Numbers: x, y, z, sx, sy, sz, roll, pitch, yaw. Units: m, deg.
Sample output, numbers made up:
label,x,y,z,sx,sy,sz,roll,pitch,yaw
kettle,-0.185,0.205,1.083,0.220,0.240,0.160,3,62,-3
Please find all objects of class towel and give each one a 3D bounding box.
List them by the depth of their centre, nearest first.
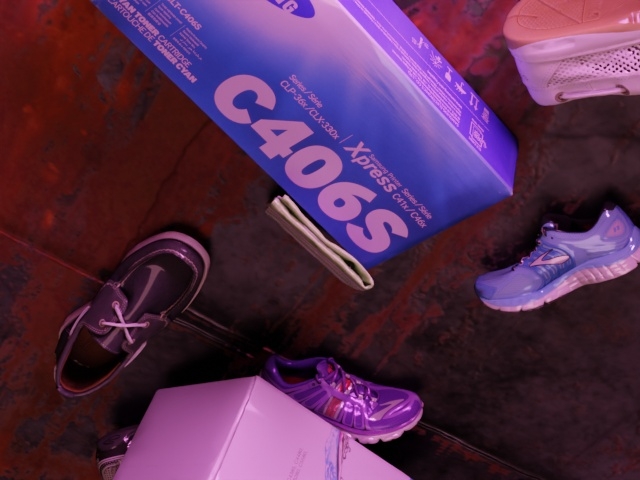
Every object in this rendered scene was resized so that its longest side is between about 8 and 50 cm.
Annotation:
label,x,y,z,sx,sy,sz,roll,pitch,yaw
towel,0.000,0.000,1.207,0.113,0.152,0.023,41,87,-3

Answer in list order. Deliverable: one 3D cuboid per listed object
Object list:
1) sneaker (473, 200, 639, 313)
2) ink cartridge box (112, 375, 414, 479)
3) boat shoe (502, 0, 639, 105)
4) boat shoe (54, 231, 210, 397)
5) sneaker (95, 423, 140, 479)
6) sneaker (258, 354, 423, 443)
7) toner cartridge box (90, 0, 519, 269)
label,x,y,z,sx,sy,sz,roll,pitch,yaw
sneaker,0.207,0.009,1.239,0.162,0.063,0.073,-24,104,25
ink cartridge box,-0.055,0.290,1.389,0.270,0.197,0.198,37,151,-26
boat shoe,0.282,-0.152,1.048,0.277,0.098,0.096,-3,131,27
boat shoe,-0.187,0.076,1.365,0.084,0.079,0.233,37,127,-17
sneaker,-0.127,0.328,1.526,0.134,0.146,0.343,-21,123,28
sneaker,0.019,0.154,1.394,0.170,0.068,0.071,9,126,6
toner cartridge box,-0.007,-0.137,1.135,0.165,0.075,0.348,-30,119,32
